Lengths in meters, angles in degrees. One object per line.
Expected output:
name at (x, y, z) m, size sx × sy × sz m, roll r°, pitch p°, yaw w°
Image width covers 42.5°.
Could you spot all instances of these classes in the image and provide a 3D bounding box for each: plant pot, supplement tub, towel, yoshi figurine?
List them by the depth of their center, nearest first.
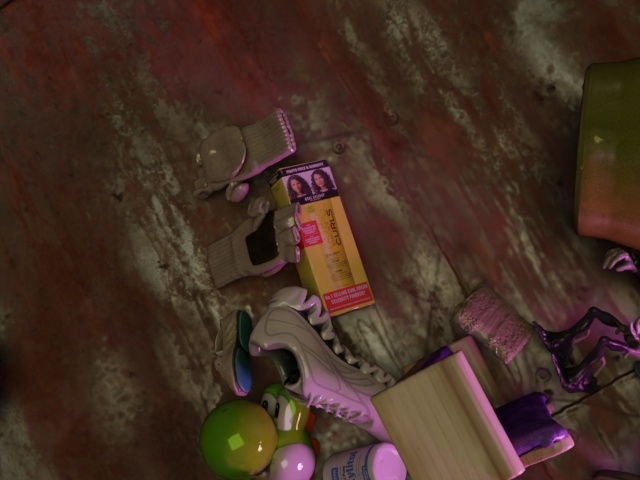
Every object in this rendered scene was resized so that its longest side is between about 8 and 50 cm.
plant pot at (0.521, -0.110, 1.084) m, size 0.353 × 0.366 × 0.366 m, roll 4°, pitch 84°, yaw 19°
yoshi figurine at (-0.110, 0.376, 1.153) m, size 0.203 × 0.203 × 0.362 m, roll 4°, pitch 78°, yaw 15°
towel at (0.247, 0.117, 1.171) m, size 0.110 × 0.148 × 0.027 m, roll 41°, pitch 117°, yaw 11°
supplement tub at (0.063, 0.330, 1.173) m, size 0.107 × 0.071 × 0.071 m, roll -27°, pitch 79°, yaw 42°

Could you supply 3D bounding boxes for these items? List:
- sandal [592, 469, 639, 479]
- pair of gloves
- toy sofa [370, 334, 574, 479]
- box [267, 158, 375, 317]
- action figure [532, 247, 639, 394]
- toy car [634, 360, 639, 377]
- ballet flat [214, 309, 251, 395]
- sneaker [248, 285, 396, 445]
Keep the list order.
sandal at (0.479, 0.437, 1.109) m, size 0.086 × 0.120 × 0.303 m, roll -34°, pitch 81°, yaw -22°
pair of gloves at (-0.114, -0.061, 1.227) m, size 0.204 × 0.042 × 0.240 m, roll -15°, pitch 80°, yaw 38°
toy sofa at (0.195, 0.205, 1.052) m, size 0.177 × 0.362 × 0.150 m, roll -29°, pitch 81°, yaw 9°
box at (0.000, 0.000, 1.234) m, size 0.087 × 0.058 × 0.232 m, roll -14°, pitch 81°, yaw -24°
action figure at (0.437, 0.103, 1.119) m, size 0.275 × 0.164 × 0.141 m, roll -31°, pitch 124°, yaw 19°
toy car at (0.518, 0.234, 1.132) m, size 0.155 × 0.149 × 0.188 m, roll -17°, pitch 54°, yaw 9°
ballet flat at (-0.130, 0.171, 1.211) m, size 0.052 × 0.168 × 0.057 m, roll -22°, pitch 123°, yaw 13°
sneaker at (0.015, 0.203, 1.166) m, size 0.292 × 0.110 × 0.118 m, roll 45°, pitch 46°, yaw -5°
